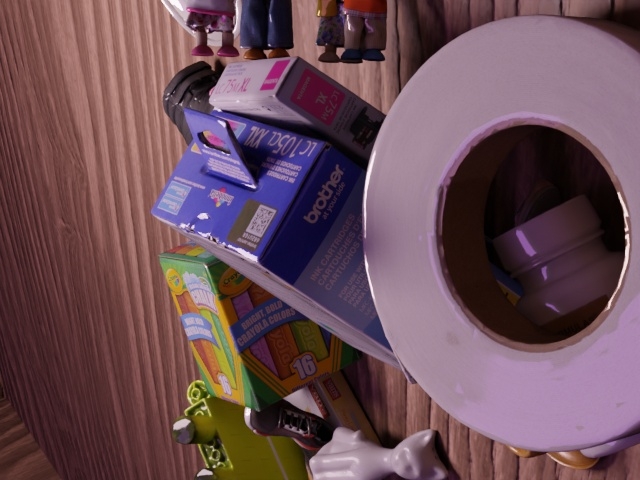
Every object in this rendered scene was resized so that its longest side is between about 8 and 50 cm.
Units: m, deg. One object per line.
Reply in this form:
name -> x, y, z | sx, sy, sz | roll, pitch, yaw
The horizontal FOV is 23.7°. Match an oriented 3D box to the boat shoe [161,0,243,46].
boat shoe -> -0.182, -0.407, 1.996 | 0.319, 0.116, 0.099 | 60, -160, -6

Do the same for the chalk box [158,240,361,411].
chalk box -> -0.098, 0.065, 2.136 | 0.180, 0.179, 0.289 | 4, 117, 63

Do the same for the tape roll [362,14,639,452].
tape roll -> 0.202, -0.006, 1.355 | 0.392, 0.072, 0.392 | 6, 99, 42

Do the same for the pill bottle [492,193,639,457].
pill bottle -> 0.260, 0.079, 1.455 | 0.229, 0.131, 0.131 | 64, 157, 4

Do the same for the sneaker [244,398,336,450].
sneaker -> -0.036, 0.256, 2.164 | 0.065, 0.158, 0.061 | -9, 65, 49

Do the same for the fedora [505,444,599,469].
fedora -> 0.232, 0.177, 1.676 | 0.194, 0.079, 0.194 | 46, 150, 37

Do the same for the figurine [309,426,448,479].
figurine -> 0.103, 0.358, 2.081 | 0.209, 0.092, 0.215 | -11, 95, 44

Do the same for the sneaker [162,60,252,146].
sneaker -> -0.151, -0.195, 2.081 | 0.147, 0.104, 0.296 | 54, 159, 13

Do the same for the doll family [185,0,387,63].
doll family -> -0.028, -0.277, 1.652 | 0.118, 0.262, 0.163 | -19, -68, -82

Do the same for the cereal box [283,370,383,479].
cereal box -> 0.012, 0.294, 2.295 | 0.173, 0.047, 0.240 | 60, 156, 7

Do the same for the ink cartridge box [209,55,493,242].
ink cartridge box -> 0.044, -0.099, 1.685 | 0.311, 0.065, 0.185 | 34, 169, -25

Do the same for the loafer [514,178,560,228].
loafer -> 0.215, -0.021, 1.564 | 0.039, 0.045, 0.125 | 57, 159, 35

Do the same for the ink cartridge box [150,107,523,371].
ink cartridge box -> 0.000, 0.000, 1.653 | 0.395, 0.151, 0.270 | 33, 174, -33

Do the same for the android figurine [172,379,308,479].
android figurine -> -0.110, 0.316, 2.247 | 0.056, 0.273, 0.248 | -34, 70, 23
